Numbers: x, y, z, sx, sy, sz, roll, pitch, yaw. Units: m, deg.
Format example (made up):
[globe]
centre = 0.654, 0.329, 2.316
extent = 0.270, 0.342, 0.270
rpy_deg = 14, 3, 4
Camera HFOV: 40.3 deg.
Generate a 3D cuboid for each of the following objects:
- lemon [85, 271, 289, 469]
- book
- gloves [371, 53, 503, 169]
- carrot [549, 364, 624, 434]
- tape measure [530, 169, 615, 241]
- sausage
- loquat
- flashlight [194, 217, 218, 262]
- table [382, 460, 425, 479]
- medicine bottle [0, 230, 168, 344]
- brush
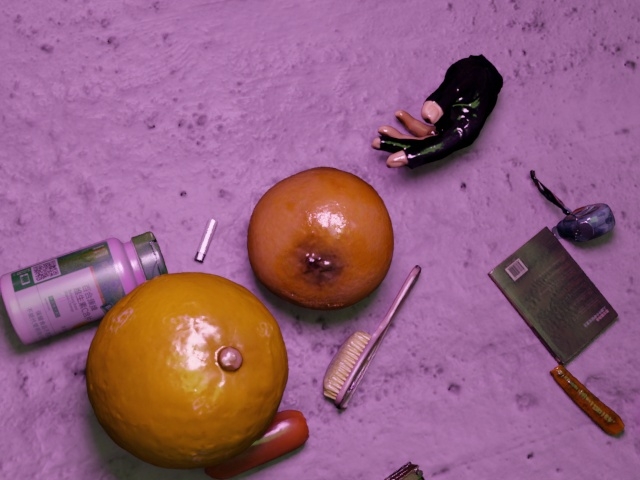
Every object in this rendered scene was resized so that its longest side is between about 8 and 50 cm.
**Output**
[lemon]
centre = -0.214, 0.209, 1.428
extent = 0.348, 0.348, 0.348
rpy_deg = 2, 77, -8
[book]
centre = 0.457, 0.107, 1.711
extent = 0.160, 0.024, 0.228
rpy_deg = -37, 85, -14
[gloves]
centre = 0.230, -0.235, 1.663
extent = 0.301, 0.197, 0.152
rpy_deg = -32, 74, -15
[carrot]
centre = 0.508, 0.302, 1.669
extent = 0.170, 0.042, 0.042
rpy_deg = 45, 75, 4
[tape measure]
centre = 0.496, -0.083, 1.716
extent = 0.107, 0.104, 0.180
rpy_deg = -27, 84, -10
[sausage]
centre = -0.116, 0.360, 1.542
extent = 0.197, 0.076, 0.076
rpy_deg = -21, 82, -11
[loquat]
centre = 0.000, 0.000, 1.549
extent = 0.263, 0.263, 0.263
rpy_deg = 2, 77, -8
[flashlight]
centre = -0.214, 0.000, 1.633
extent = 0.018, 0.018, 0.083
rpy_deg = 19, 75, -4
[table]
centre = 0.156, 0.449, 1.559
extent = 0.083, 0.082, 0.070
rpy_deg = -32, 85, -14
[medicine bottle]
centre = -0.406, 0.076, 1.529
extent = 0.274, 0.133, 0.133
rpy_deg = -21, 82, -13
[brush]
centre = 0.094, 0.166, 1.624
extent = 0.067, 0.072, 0.313
rpy_deg = 29, 74, 13
